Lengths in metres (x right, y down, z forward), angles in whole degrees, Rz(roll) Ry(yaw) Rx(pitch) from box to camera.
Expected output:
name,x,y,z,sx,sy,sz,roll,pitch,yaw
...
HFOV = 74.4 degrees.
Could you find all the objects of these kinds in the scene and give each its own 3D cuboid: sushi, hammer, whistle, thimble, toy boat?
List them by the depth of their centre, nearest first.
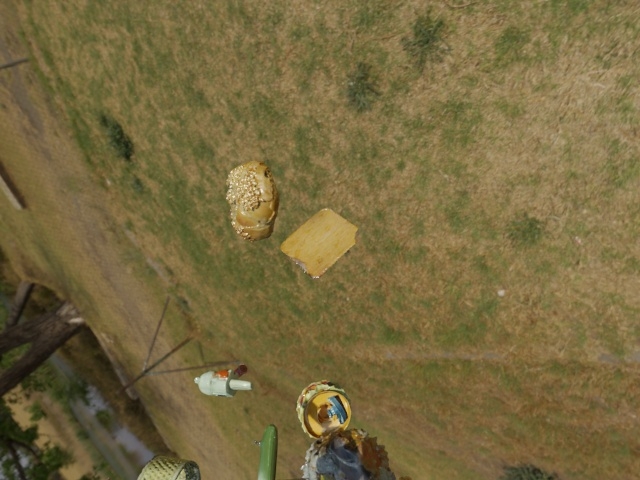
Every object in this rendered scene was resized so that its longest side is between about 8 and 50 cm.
name,x,y,z,sx,sy,sz,roll,pitch,yaw
hammer,-0.151,0.655,1.140,0.118,0.336,0.206,37,118,-26
toy boat,0.054,0.597,1.486,0.060,0.060,0.137,36,148,54
sushi,0.110,0.893,1.528,0.417,0.175,0.418,13,108,43
thimble,-0.578,0.966,1.593,0.149,0.271,0.271,1,124,12
whistle,-0.373,0.547,1.615,0.252,0.101,0.106,-3,86,21

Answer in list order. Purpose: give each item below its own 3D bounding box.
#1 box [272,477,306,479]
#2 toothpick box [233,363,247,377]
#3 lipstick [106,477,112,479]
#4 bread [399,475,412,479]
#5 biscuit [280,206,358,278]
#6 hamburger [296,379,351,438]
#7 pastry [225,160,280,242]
name,x,y,z,sx,sy,sz,roll,pitch,yaw
box,-0.073,0.679,0.841,0.134,0.097,0.346,-18,66,23
toothpick box,-0.355,0.572,1.819,0.047,0.047,0.083,48,118,5
lipstick,-0.519,0.685,1.080,0.145,0.045,0.045,49,166,4
bread,0.355,1.049,1.679,0.173,0.134,0.085,43,177,37
biscuit,0.000,0.000,1.446,0.232,0.237,0.013,38,165,42
hamburger,0.016,0.839,2.115,0.275,0.274,0.212,55,172,-4
pastry,-0.264,-0.141,1.558,0.255,0.161,0.311,54,146,33
